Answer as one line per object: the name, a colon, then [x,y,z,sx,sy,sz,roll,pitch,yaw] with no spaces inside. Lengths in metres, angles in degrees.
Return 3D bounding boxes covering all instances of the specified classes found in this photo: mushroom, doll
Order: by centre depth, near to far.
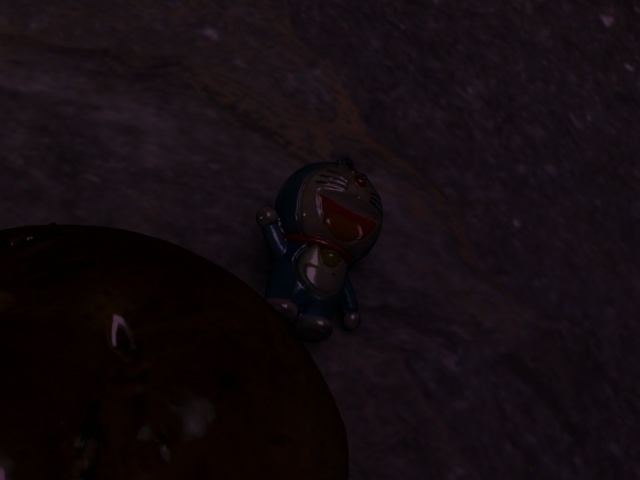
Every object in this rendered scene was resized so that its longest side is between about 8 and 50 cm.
mushroom: [-0.170,0.142,0.742,0.346,0.259,0.345,18,32,-12]
doll: [0.000,0.000,0.911,0.114,0.085,0.151,30,66,-23]
